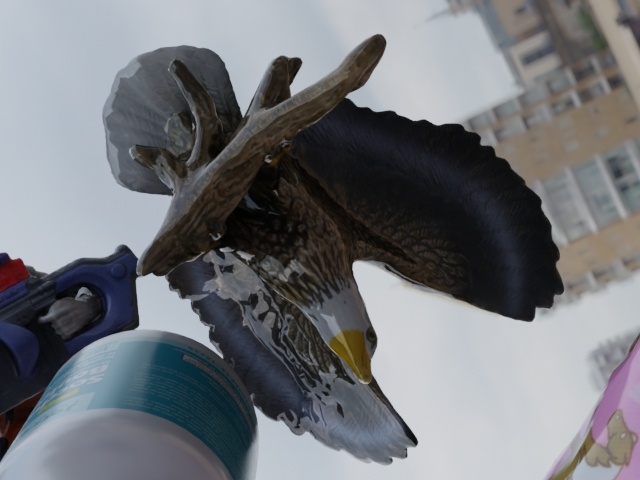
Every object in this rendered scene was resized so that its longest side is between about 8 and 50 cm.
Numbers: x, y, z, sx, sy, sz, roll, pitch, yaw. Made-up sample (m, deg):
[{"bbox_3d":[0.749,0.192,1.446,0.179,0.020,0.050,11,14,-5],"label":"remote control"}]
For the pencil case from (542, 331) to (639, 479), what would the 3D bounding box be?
[{"bbox_3d":[0.124,0.130,0.497,0.160,0.386,0.167,31,-162,4],"label":"pencil case"}]

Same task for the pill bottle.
[{"bbox_3d":[-0.111,0.149,0.830,0.146,0.146,0.264,63,-176,-10],"label":"pill bottle"}]

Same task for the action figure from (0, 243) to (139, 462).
[{"bbox_3d":[-0.297,0.148,1.232,0.178,0.341,0.330,-1,109,65],"label":"action figure"}]

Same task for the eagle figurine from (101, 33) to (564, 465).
[{"bbox_3d":[0.001,0.010,0.948,0.298,0.226,0.225,33,-122,-56],"label":"eagle figurine"}]
